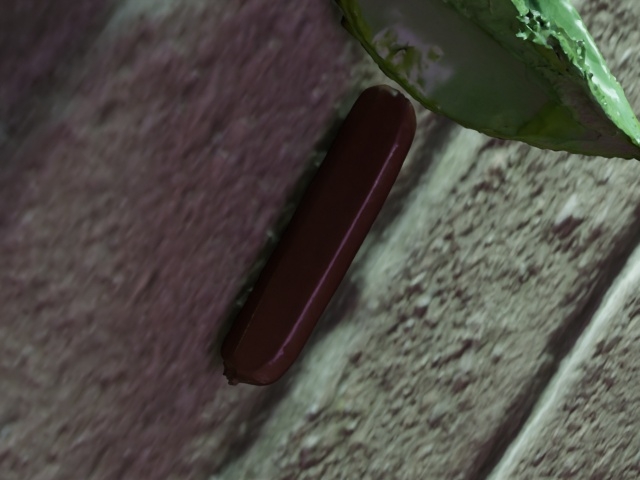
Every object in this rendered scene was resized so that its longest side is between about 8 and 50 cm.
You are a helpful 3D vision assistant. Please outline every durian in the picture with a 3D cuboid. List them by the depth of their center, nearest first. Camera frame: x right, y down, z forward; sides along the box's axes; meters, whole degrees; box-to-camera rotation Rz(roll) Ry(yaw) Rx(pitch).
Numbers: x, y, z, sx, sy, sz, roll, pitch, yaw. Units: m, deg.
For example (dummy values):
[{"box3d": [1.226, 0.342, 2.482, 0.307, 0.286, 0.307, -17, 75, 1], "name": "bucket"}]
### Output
[{"box3d": [0.063, -0.107, 0.696, 0.086, 0.100, 0.215, -53, 124, -12], "name": "durian"}]

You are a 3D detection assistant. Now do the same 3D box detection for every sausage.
[{"box3d": [0.000, 0.000, 0.750, 0.147, 0.035, 0.030, -63, 171, -1], "name": "sausage"}]
